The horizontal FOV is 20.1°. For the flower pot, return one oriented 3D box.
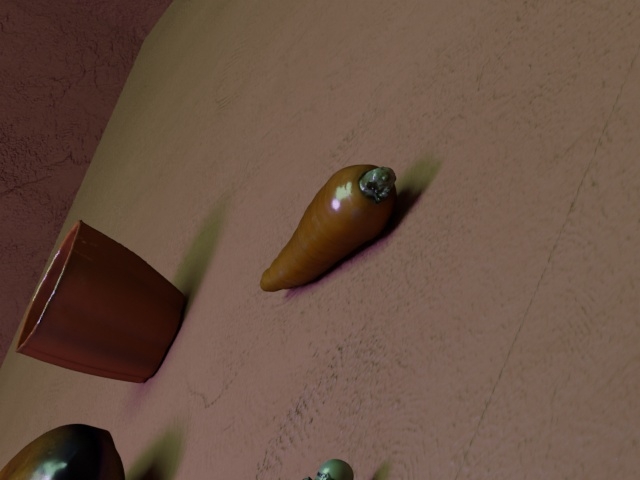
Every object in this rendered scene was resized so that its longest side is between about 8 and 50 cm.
[{"bbox_3d":[-0.279,0.095,2.325,0.190,0.173,0.190,-56,14,23],"label":"flower pot"}]

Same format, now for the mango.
[{"bbox_3d":[-0.295,0.308,2.039,0.201,0.152,0.287,-61,13,-29],"label":"mango"}]

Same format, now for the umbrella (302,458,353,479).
[{"bbox_3d":[-0.012,0.229,1.335,0.143,0.062,0.067,-66,-17,-8],"label":"umbrella"}]

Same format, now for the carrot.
[{"bbox_3d":[0.000,0.000,1.710,0.336,0.069,0.069,-45,22,61],"label":"carrot"}]
